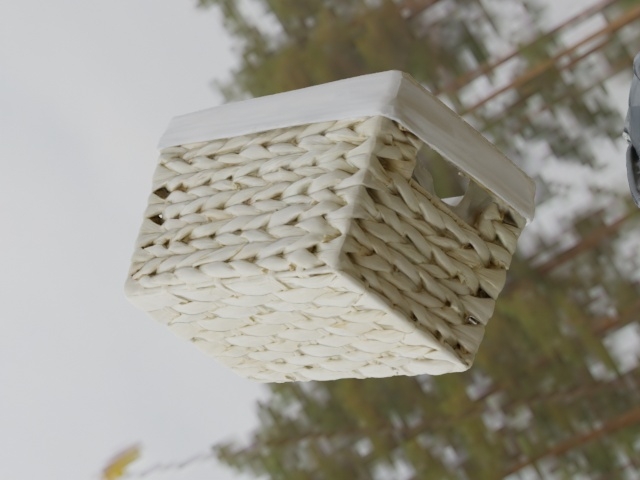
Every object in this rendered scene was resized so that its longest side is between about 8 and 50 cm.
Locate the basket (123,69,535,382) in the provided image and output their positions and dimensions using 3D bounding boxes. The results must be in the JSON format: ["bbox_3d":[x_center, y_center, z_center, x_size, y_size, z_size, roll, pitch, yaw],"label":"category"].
[{"bbox_3d":[0.000,0.000,0.950,0.113,0.167,0.103,37,-120,-35],"label":"basket"}]

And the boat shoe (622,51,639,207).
[{"bbox_3d":[0.154,-0.052,0.666,0.113,0.127,0.340,59,-162,-6],"label":"boat shoe"}]
